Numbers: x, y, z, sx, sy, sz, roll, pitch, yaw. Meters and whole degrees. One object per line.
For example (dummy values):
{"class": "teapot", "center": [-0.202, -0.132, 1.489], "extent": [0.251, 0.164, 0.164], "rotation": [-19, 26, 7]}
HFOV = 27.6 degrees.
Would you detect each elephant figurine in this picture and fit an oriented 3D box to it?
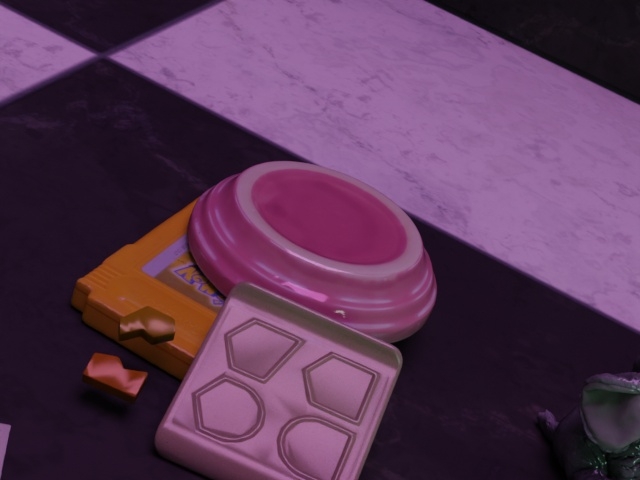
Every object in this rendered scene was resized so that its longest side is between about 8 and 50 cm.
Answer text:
{"class": "elephant figurine", "center": [0.384, 0.202, 1.517], "extent": [0.186, 0.239, 0.169], "rotation": [21, 29, -2]}

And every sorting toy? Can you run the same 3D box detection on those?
{"class": "sorting toy", "center": [-0.085, 0.156, 1.406], "extent": [0.307, 0.041, 0.229], "rotation": [24, 54, 3]}

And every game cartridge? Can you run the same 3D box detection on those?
{"class": "game cartridge", "center": [-0.107, 0.073, 1.589], "extent": [0.285, 0.053, 0.323], "rotation": [29, 28, 11]}

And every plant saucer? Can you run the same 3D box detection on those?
{"class": "plant saucer", "center": [0.000, 0.000, 1.651], "extent": [0.332, 0.084, 0.332], "rotation": [16, 31, -10]}

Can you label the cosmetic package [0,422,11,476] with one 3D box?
{"class": "cosmetic package", "center": [-0.427, 0.208, 1.074], "extent": [0.309, 0.113, 0.160], "rotation": [13, 30, -15]}
